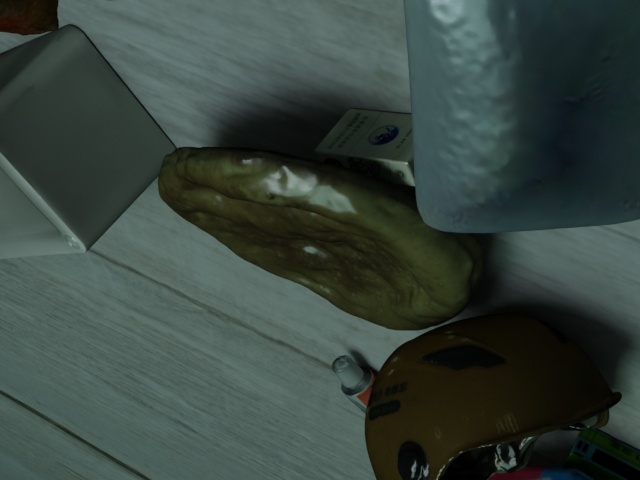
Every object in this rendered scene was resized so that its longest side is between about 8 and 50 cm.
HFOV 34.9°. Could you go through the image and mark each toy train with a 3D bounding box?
[{"bbox_3d":[0.315,0.234,0.887,0.209,0.042,0.044,26,149,18],"label":"toy train"}]

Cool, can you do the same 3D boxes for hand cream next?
[{"bbox_3d":[0.079,0.195,1.095,0.216,0.038,0.052,50,172,-33],"label":"hand cream"}]

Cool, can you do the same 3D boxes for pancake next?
[{"bbox_3d":[0.000,0.000,0.825,0.294,0.050,0.294,22,162,7],"label":"pancake"}]

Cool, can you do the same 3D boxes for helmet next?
[{"bbox_3d":[0.122,0.128,0.820,0.130,0.198,0.224,63,148,19],"label":"helmet"}]

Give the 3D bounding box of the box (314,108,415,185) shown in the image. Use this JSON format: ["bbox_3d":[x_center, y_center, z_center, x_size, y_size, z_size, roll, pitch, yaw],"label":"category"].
[{"bbox_3d":[0.044,-0.068,0.734,0.083,0.054,0.024,11,137,37],"label":"box"}]

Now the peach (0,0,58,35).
[{"bbox_3d":[-0.277,-0.229,0.671,0.232,0.232,0.257,-10,124,52],"label":"peach"}]

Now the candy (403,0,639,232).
[{"bbox_3d":[0.113,-0.081,0.516,0.138,0.071,0.174,-4,127,5],"label":"candy"}]

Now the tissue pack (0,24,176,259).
[{"bbox_3d":[-0.285,-0.082,0.976,0.246,0.136,0.159,-4,132,48],"label":"tissue pack"}]

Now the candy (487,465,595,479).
[{"bbox_3d":[0.196,0.293,0.986,0.157,0.100,0.306,36,158,-13],"label":"candy"}]
